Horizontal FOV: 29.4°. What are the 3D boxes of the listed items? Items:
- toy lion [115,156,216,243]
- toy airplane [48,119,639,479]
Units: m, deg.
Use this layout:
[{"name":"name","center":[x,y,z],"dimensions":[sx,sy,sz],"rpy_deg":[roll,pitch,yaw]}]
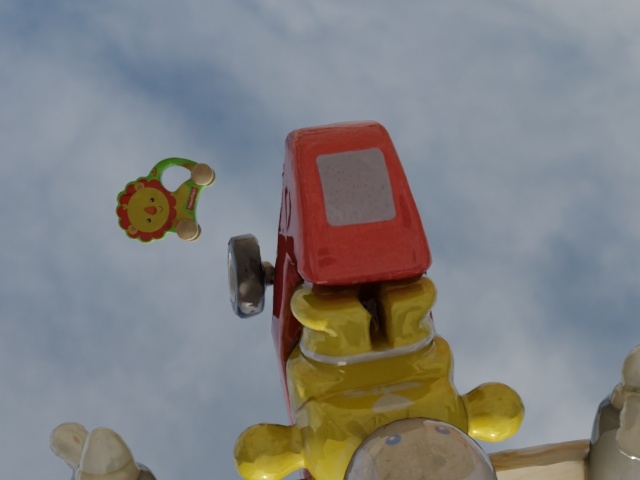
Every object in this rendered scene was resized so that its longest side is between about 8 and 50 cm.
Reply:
[{"name":"toy lion","center":[-0.170,-0.043,1.314],"dimensions":[0.096,0.034,0.100],"rpy_deg":[15,-91,4]},{"name":"toy airplane","center":[0.038,0.167,0.752],"dimensions":[0.384,0.272,0.386],"rpy_deg":[40,-97,-6]}]
